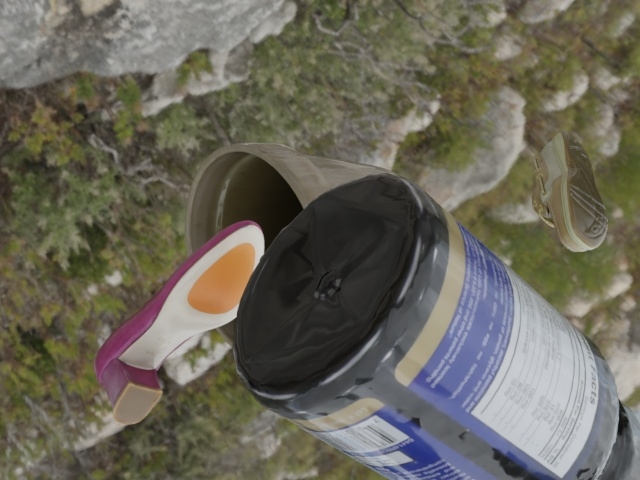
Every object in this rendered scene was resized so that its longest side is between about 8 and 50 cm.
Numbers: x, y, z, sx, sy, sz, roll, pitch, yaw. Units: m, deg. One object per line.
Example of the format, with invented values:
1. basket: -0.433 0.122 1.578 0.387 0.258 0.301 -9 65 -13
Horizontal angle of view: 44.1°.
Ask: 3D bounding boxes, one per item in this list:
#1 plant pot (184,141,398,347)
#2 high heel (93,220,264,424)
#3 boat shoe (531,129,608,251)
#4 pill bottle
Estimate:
1. plant pot: 0.000 0.000 1.197 0.280 0.323 0.323 -14 141 -39
2. high heel: -0.146 0.062 0.795 0.082 0.117 0.244 22 108 -34
3. boat shoe: 0.195 -0.033 0.635 0.050 0.135 0.045 38 127 -17
4. pill bottle: 0.073 0.073 0.406 0.123 0.123 0.219 -44 122 13
